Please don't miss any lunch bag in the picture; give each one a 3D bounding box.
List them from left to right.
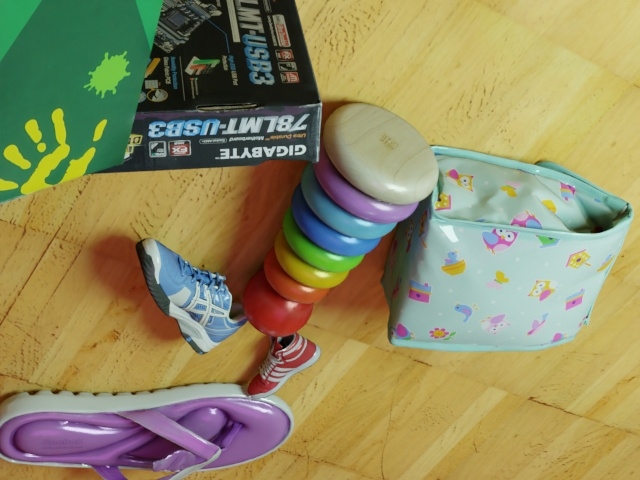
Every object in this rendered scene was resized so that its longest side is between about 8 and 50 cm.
[{"bbox_3d":[0.226,0.021,1.416,0.262,0.160,0.223,6,130,-9],"label":"lunch bag"}]

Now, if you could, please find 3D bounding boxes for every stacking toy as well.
[{"bbox_3d":[0.000,0.000,1.375,0.141,0.141,0.330,16,131,-23],"label":"stacking toy"}]

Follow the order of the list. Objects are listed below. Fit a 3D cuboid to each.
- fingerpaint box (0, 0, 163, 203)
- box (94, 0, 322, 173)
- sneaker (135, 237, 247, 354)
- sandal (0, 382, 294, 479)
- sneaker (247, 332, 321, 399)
[{"bbox_3d":[-0.301,-0.301,0.824,0.163,0.445,0.371,-25,148,-44],"label":"fingerpaint box"},{"bbox_3d":[-0.163,-0.176,1.065,0.293,0.296,0.073,-2,132,-10],"label":"box"},{"bbox_3d":[-0.159,0.056,1.434,0.081,0.080,0.211,-27,141,5],"label":"sneaker"},{"bbox_3d":[-0.241,0.286,1.601,0.416,0.102,0.169,0,132,-11],"label":"sandal"},{"bbox_3d":[-0.064,0.163,1.565,0.118,0.042,0.067,-37,133,12],"label":"sneaker"}]
